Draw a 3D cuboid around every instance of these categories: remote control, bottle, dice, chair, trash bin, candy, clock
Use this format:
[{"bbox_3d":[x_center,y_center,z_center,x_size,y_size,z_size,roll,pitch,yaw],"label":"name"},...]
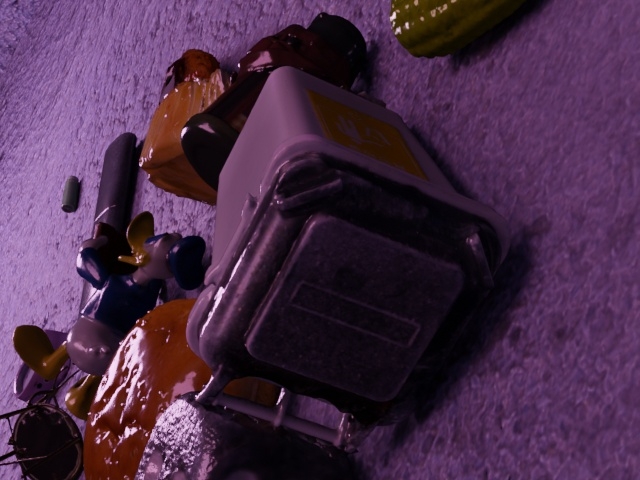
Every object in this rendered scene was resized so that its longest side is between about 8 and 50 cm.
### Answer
[{"bbox_3d":[-0.386,-0.020,2.213,0.107,0.044,0.378,-33,43,43],"label":"remote control"},{"bbox_3d":[-0.523,-0.097,2.545,0.030,0.030,0.083,-44,34,40],"label":"bottle"},{"bbox_3d":[-0.086,0.269,1.268,0.183,0.182,0.182,19,89,65],"label":"dice"},{"bbox_3d":[-0.455,0.329,1.992,0.160,0.170,0.325,-63,-17,21],"label":"chair"},{"bbox_3d":[0.000,0.000,1.258,0.296,0.255,0.368,-63,19,23],"label":"trash bin"},{"bbox_3d":[0.162,-0.264,1.293,0.209,0.096,0.097,-21,53,52],"label":"candy"},{"bbox_3d":[-0.039,-0.175,1.508,0.271,0.156,0.143,-48,4,-26],"label":"bottle"},{"bbox_3d":[-0.517,0.244,2.257,0.153,0.050,0.110,-57,29,22],"label":"clock"}]

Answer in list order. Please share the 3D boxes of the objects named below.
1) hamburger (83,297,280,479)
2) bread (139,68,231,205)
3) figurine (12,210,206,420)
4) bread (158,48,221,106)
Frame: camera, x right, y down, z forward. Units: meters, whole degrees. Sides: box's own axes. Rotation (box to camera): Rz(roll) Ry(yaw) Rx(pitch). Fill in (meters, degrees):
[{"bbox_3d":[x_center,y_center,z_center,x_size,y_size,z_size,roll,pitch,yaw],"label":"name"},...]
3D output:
[{"bbox_3d":[-0.168,0.216,1.484,0.289,0.170,0.314,1,71,56],"label":"hamburger"},{"bbox_3d":[-0.136,-0.143,1.678,0.250,0.179,0.133,-22,48,54],"label":"bread"},{"bbox_3d":[-0.282,0.078,1.866,0.338,0.204,0.284,-34,34,31],"label":"figurine"},{"bbox_3d":[-0.218,-0.244,2.021,0.269,0.095,0.139,178,113,-77],"label":"bread"}]
